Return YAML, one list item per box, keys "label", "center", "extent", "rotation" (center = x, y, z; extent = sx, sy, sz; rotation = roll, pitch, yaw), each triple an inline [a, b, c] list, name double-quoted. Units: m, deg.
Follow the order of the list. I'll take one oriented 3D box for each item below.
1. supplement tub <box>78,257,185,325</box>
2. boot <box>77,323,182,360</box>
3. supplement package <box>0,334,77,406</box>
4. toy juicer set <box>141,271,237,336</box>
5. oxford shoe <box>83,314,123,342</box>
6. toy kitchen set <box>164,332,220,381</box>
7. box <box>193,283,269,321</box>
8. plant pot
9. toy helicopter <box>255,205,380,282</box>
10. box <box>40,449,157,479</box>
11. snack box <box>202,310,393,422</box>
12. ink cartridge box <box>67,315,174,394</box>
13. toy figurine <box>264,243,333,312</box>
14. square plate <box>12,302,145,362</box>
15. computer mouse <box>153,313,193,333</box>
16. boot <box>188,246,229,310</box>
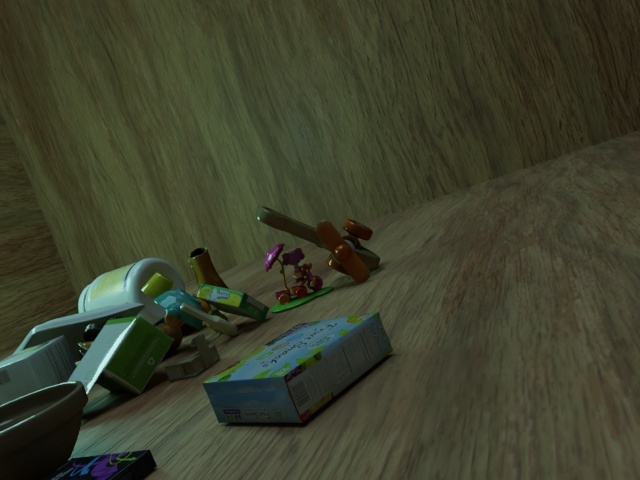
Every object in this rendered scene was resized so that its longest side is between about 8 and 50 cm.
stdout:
- label: "supplement tub"
  center: [-0.668, 0.209, 2.111]
  extent: [0.331, 0.241, 0.241]
  rotation: [-17, 6, 33]
- label: "boot"
  center: [-0.486, 0.271, 1.516]
  extent: [0.220, 0.109, 0.283]
  rotation: [-14, -10, -33]
- label: "supplement package"
  center: [-0.693, 0.334, 1.428]
  extent: [0.139, 0.134, 0.244]
  rotation: [-21, 5, -4]
- label: "toy juicer set"
  center: [-0.312, 0.189, 1.457]
  extent: [0.089, 0.209, 0.329]
  rotation: [-58, 29, -8]
- label: "oxford shoe"
  center: [-0.579, 0.249, 1.637]
  extent: [0.083, 0.096, 0.227]
  rotation: [-12, -19, 3]
- label: "toy kitchen set"
  center: [-0.263, 0.230, 1.204]
  extent: [0.075, 0.068, 0.083]
  rotation: [-18, 5, 28]
- label: "box"
  center: [-0.226, 0.152, 1.483]
  extent: [0.179, 0.043, 0.105]
  rotation: [5, -23, 38]
- label: "plant pot"
  center: [-0.444, 0.305, 0.867]
  extent: [0.237, 0.110, 0.237]
  rotation: [-21, 4, 2]
- label: "toy helicopter"
  center: [0.000, 0.000, 1.546]
  extent: [0.355, 0.140, 0.235]
  rotation: [22, 10, -22]
- label: "box"
  center: [-0.301, 0.306, 0.742]
  extent: [0.162, 0.029, 0.116]
  rotation: [-19, 5, 30]
- label: "snack box"
  center: [-0.028, 0.176, 0.835]
  extent: [0.174, 0.070, 0.207]
  rotation: [-16, 7, 44]
- label: "ink cartridge box"
  center: [-0.440, 0.289, 1.227]
  extent: [0.189, 0.097, 0.255]
  rotation: [-14, 42, 51]
- label: "toy figurine"
  center: [-0.073, 0.082, 1.547]
  extent: [0.173, 0.159, 0.130]
  rotation: [-20, 5, 0]
- label: "square plate"
  center: [-0.729, 0.288, 1.724]
  extent: [0.347, 0.049, 0.344]
  rotation: [-41, -18, 34]
- label: "computer mouse"
  center: [-0.412, 0.242, 1.763]
  extent: [0.188, 0.072, 0.272]
  rotation: [-26, -5, -34]
- label: "boot"
  center: [-0.381, 0.122, 2.066]
  extent: [0.104, 0.211, 0.295]
  rotation: [-20, 4, -8]
